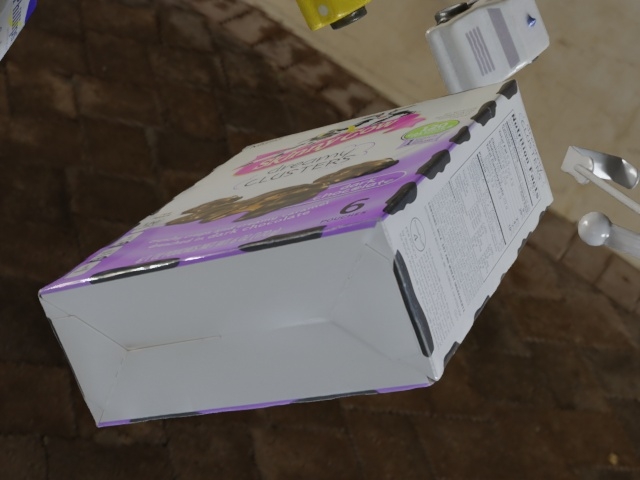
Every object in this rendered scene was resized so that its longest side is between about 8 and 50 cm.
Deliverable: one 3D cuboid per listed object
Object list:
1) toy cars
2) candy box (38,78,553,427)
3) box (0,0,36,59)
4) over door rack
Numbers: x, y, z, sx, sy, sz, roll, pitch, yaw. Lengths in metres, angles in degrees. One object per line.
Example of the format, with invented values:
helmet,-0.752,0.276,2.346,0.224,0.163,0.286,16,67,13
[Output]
toy cars,0.121,-0.238,1.054,0.394,0.087,0.176,18,69,-44
candy box,0.000,0.000,0.507,0.196,0.165,0.070,-44,118,-57
box,-0.256,-0.138,0.667,0.126,0.072,0.137,29,68,-5
over door rack,0.242,-0.110,0.715,0.108,0.239,0.324,16,18,-10
